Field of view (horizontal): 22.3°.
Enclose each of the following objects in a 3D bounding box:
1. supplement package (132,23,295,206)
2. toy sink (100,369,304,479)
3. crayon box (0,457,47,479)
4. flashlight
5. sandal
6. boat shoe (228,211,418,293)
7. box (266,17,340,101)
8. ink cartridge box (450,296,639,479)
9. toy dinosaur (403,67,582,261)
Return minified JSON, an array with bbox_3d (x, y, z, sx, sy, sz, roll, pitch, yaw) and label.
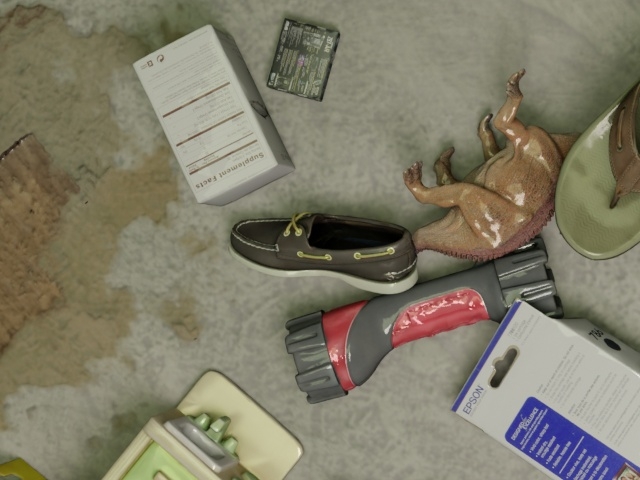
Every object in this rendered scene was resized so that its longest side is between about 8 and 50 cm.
[{"bbox_3d":[-0.120,-0.140,1.852,0.105,0.105,0.179,-26,85,9],"label":"supplement package"},{"bbox_3d":[-0.153,0.282,1.837,0.153,0.131,0.234,41,95,8],"label":"toy sink"},{"bbox_3d":[-0.279,0.384,1.824,0.318,0.202,0.081,41,96,10],"label":"crayon box"},{"bbox_3d":[0.116,0.095,1.809,0.304,0.103,0.103,-16,112,9],"label":"flashlight"},{"bbox_3d":[0.339,-0.113,1.634,0.120,0.086,0.303,41,107,12],"label":"sandal"},{"bbox_3d":[0.000,0.000,1.821,0.228,0.081,0.068,9,129,20],"label":"boat shoe"},{"bbox_3d":[-0.020,-0.209,1.878,0.067,0.018,0.083,15,92,10],"label":"box"},{"bbox_3d":[0.321,0.206,1.755,0.333,0.065,0.165,34,114,12],"label":"ink cartridge box"},{"bbox_3d":[0.218,-0.046,1.775,0.296,0.127,0.200,-41,81,6],"label":"toy dinosaur"}]
